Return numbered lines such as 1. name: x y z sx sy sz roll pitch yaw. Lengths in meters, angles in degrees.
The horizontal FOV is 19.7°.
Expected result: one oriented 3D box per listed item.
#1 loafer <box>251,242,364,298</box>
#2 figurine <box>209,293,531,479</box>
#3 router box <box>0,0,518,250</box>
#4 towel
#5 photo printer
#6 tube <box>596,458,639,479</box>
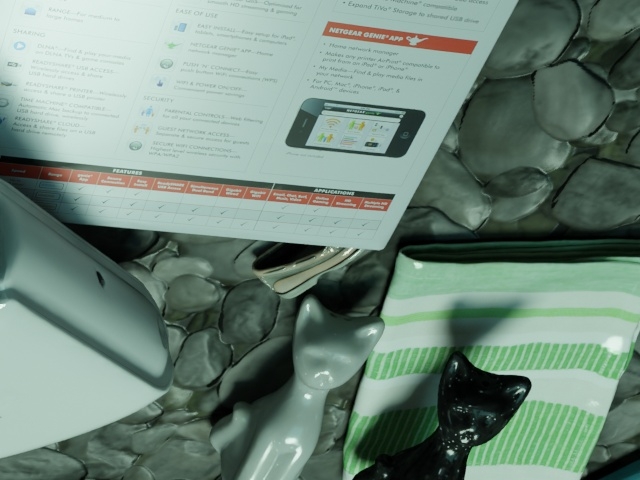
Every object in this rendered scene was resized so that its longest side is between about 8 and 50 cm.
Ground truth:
1. loafer: 0.000 0.000 1.394 0.039 0.045 0.125 30 125 -33
2. figurine: 0.038 0.150 1.516 0.215 0.092 0.209 22 125 -11
3. router box: -0.062 -0.134 1.191 0.336 0.082 0.301 6 135 -23
4. towel: 0.153 0.120 1.582 0.248 0.038 0.324 -1 138 -15
5. photo printer: -0.256 0.075 1.269 0.256 0.107 0.307 -17 158 11
6. tube: 0.236 0.275 1.779 0.207 0.052 0.080 -29 133 22
